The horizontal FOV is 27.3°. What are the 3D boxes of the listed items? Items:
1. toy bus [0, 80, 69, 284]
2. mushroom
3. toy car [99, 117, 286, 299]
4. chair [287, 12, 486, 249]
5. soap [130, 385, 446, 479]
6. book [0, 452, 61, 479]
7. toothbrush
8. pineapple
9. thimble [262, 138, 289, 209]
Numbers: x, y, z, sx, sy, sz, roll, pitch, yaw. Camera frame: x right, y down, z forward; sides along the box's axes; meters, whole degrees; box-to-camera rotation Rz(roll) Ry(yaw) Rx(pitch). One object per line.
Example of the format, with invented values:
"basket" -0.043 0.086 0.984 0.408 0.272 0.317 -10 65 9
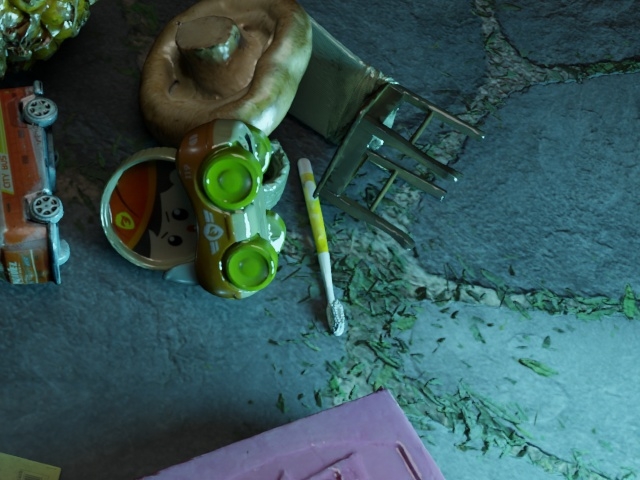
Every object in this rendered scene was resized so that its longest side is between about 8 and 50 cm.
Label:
"toy bus" -0.380 -0.066 1.639 0.120 0.121 0.265 -5 56 -11
"mushroom" -0.126 -0.229 1.788 0.278 0.146 0.278 -15 48 17
"toy car" -0.163 -0.032 1.646 0.235 0.235 0.145 20 19 -3
"chair" 0.044 -0.156 1.805 0.319 0.160 0.186 33 37 3
"soap" -0.035 0.329 1.446 0.359 0.128 0.233 -16 60 -30
"book" -0.394 0.295 1.422 0.192 0.013 0.168 16 51 -6
"toothbrush" 0.000 0.000 1.770 0.021 0.024 0.288 0 54 -17
"pineapple" -0.354 -0.329 1.686 0.209 0.344 0.286 -15 62 17
"thimble" -0.088 -0.087 1.781 0.084 0.062 0.110 29 50 6
